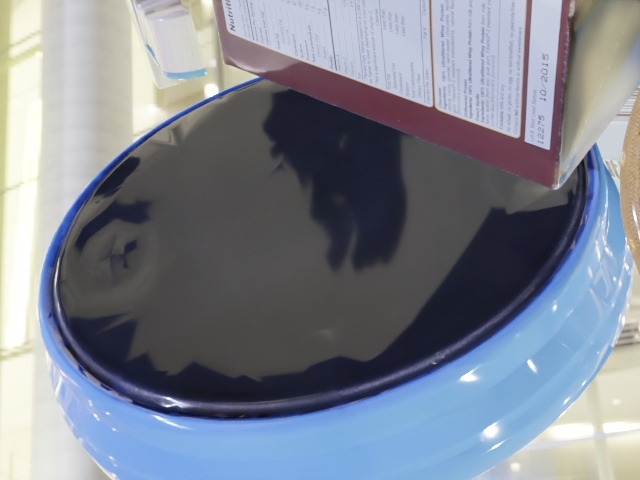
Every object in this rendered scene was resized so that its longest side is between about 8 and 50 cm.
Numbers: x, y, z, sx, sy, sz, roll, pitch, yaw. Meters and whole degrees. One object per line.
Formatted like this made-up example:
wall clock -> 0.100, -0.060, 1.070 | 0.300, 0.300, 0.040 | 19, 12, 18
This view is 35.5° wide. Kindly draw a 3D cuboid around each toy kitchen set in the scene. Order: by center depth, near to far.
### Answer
toy kitchen set -> -0.106, -0.227, 1.083 | 0.166, 0.207, 0.122 | -20, -59, -10

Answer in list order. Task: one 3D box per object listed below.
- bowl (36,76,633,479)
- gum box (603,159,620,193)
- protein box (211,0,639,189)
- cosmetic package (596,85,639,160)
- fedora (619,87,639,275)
bowl -> 0.000, 0.000, 0.654 | 0.391, 0.391, 0.077 | -9, -51, 11
gum box -> 0.258, -0.075, 1.019 | 0.041, 0.184, 0.157 | -35, -29, 34
protein box -> 0.076, -0.164, 0.496 | 0.201, 0.200, 0.136 | 25, -35, 27
cosmetic package -> 0.368, -0.304, 0.816 | 0.327, 0.393, 0.329 | 5, -18, 35
fedora -> 0.206, -0.020, 0.391 | 0.194, 0.194, 0.079 | -6, -13, 4
